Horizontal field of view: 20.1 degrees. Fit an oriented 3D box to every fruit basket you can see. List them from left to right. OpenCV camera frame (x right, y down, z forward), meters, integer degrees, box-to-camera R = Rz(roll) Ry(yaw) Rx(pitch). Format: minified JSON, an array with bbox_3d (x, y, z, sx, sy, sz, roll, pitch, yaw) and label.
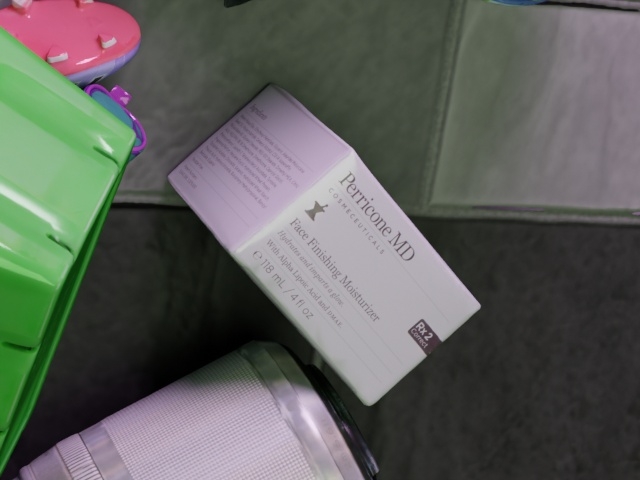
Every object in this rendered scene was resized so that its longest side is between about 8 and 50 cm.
[{"bbox_3d":[-0.348,0.016,1.162,0.392,0.283,0.392,7,128,9],"label":"fruit basket"}]

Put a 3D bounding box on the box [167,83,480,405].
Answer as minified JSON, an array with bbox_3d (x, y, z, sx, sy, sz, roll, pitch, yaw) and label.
[{"bbox_3d":[0.000,0.000,1.389,0.119,0.182,0.181,-42,118,-2],"label":"box"}]

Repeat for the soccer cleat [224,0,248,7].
[{"bbox_3d":[-0.040,-0.211,1.371,0.178,0.060,0.072,5,124,-21],"label":"soccer cleat"}]

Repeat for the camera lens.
[{"bbox_3d":[-0.094,0.223,1.416,0.274,0.219,0.219,-27,117,-10],"label":"camera lens"}]

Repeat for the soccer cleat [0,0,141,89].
[{"bbox_3d":[-0.249,-0.108,1.321,0.248,0.083,0.095,-22,146,-18],"label":"soccer cleat"}]

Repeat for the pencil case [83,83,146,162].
[{"bbox_3d":[-0.198,-0.048,1.335,0.151,0.070,0.064,-39,108,24],"label":"pencil case"}]

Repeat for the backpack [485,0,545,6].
[{"bbox_3d":[0.085,-0.327,1.279,0.290,0.273,0.356,-47,134,-22],"label":"backpack"}]
